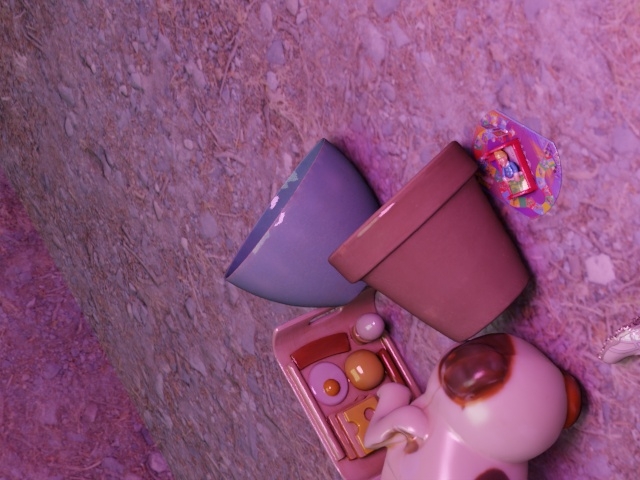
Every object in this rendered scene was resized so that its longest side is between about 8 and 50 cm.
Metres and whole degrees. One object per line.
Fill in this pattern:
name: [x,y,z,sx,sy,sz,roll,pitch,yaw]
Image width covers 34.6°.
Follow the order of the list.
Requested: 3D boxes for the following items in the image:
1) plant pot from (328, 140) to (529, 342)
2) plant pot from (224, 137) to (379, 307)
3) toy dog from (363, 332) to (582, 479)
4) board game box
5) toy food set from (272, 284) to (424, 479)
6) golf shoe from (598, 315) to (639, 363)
plant pot: [0.177,0.023,1.519,0.229,0.263,0.263,48,144,1]
plant pot: [0.000,0.000,1.737,0.195,0.290,0.290,35,144,-8]
toy dog: [0.206,0.328,1.520,0.408,0.284,0.395,-67,17,5]
board game box: [0.269,-0.104,1.483,0.168,0.033,0.133,39,136,37]
toy food set: [0.080,0.246,1.760,0.306,0.219,0.092,60,151,13]
golf shoe: [0.438,0.134,1.356,0.086,0.069,0.176,52,144,13]
